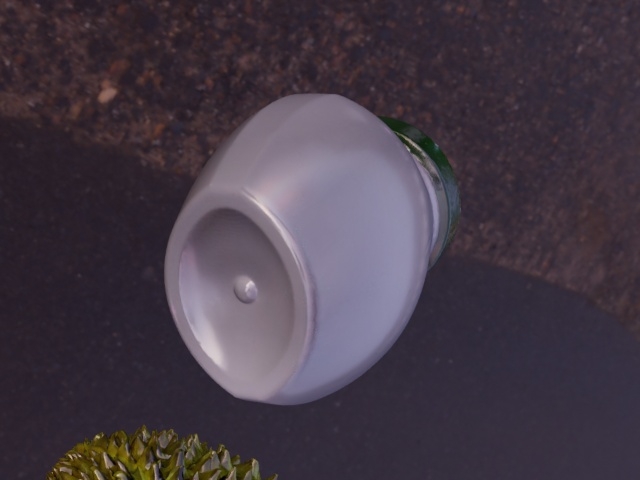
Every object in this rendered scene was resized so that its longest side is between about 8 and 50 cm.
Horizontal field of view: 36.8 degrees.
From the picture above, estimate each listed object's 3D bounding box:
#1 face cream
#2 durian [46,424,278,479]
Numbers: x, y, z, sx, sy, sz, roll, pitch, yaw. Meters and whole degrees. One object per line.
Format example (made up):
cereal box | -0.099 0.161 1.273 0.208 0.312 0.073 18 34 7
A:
face cream | 0.000 0.000 1.025 0.357 0.219 0.312 -33 122 -58
durian | -0.068 0.168 0.385 0.198 0.146 0.159 -77 163 -51
